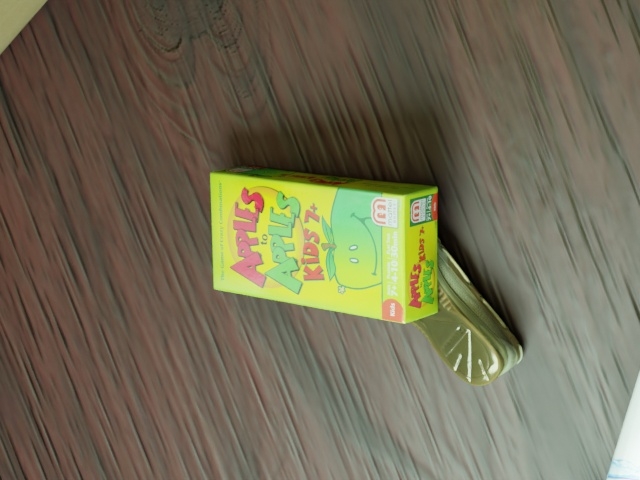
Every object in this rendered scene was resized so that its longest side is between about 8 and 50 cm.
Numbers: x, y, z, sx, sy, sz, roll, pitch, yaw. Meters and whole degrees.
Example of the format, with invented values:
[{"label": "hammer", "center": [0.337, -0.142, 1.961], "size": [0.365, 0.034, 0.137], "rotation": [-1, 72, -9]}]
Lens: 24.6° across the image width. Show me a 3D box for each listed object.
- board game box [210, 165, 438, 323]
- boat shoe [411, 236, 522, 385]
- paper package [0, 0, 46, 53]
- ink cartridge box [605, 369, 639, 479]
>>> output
[{"label": "board game box", "center": [0.000, 0.000, 1.076], "size": [0.181, 0.043, 0.092], "rotation": [8, 105, 38]}, {"label": "boat shoe", "center": [0.088, 0.037, 1.077], "size": [0.153, 0.048, 0.056], "rotation": [49, 127, 15]}, {"label": "paper package", "center": [-0.304, -0.241, 1.036], "size": [0.325, 0.309, 0.168], "rotation": [-42, 83, 26]}, {"label": "ink cartridge box", "center": [0.296, 0.172, 0.970], "size": [0.201, 0.117, 0.278], "rotation": [19, 108, 18]}]
